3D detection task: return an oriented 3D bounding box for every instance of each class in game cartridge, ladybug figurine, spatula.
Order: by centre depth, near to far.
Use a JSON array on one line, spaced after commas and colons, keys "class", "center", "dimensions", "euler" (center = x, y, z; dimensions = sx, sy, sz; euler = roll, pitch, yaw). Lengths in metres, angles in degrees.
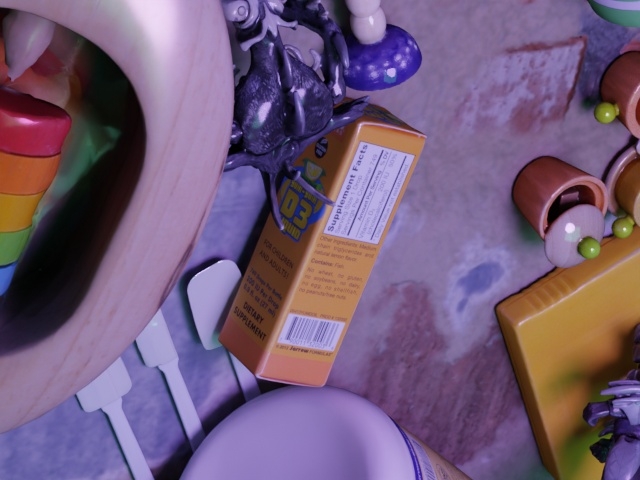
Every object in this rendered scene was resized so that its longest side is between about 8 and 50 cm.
[{"class": "ladybug figurine", "center": [-0.231, -0.056, 1.120], "dimensions": [0.305, 0.162, 0.449], "euler": [22, 114, -21]}, {"class": "spatula", "center": [-0.116, 0.135, 1.447], "dimensions": [0.168, 0.019, 0.242], "euler": [-29, 131, -14]}, {"class": "game cartridge", "center": [0.345, 0.087, 1.695], "dimensions": [0.324, 0.052, 0.285], "euler": [-29, 131, -10]}]

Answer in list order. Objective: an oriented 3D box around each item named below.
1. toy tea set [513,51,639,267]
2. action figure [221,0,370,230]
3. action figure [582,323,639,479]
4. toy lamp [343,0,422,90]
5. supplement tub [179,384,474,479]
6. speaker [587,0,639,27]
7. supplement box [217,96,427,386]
[{"class": "toy tea set", "center": [0.335, -0.093, 1.510], "dimensions": [0.336, 0.124, 0.200], "euler": [-49, 133, 5]}, {"class": "action figure", "center": [-0.059, -0.152, 1.212], "dimensions": [0.164, 0.141, 0.275], "euler": [-21, 113, -23]}, {"class": "action figure", "center": [0.290, 0.204, 1.588], "dimensions": [0.185, 0.099, 0.285], "euler": [50, 51, -61]}, {"class": "toy lamp", "center": [0.018, -0.238, 1.241], "dimensions": [0.080, 0.080, 0.274], "euler": [-28, 130, -14]}, {"class": "supplement tub", "center": [0.044, 0.294, 1.500], "dimensions": [0.241, 0.241, 0.331], "euler": [-46, 136, 2]}, {"class": "speaker", "center": [0.243, -0.316, 1.300], "dimensions": [0.131, 0.131, 0.296], "euler": [-29, 131, -13]}, {"class": "supplement box", "center": [0.000, 0.000, 1.376], "dimensions": [0.080, 0.078, 0.233], "euler": [14, 105, -37]}]
